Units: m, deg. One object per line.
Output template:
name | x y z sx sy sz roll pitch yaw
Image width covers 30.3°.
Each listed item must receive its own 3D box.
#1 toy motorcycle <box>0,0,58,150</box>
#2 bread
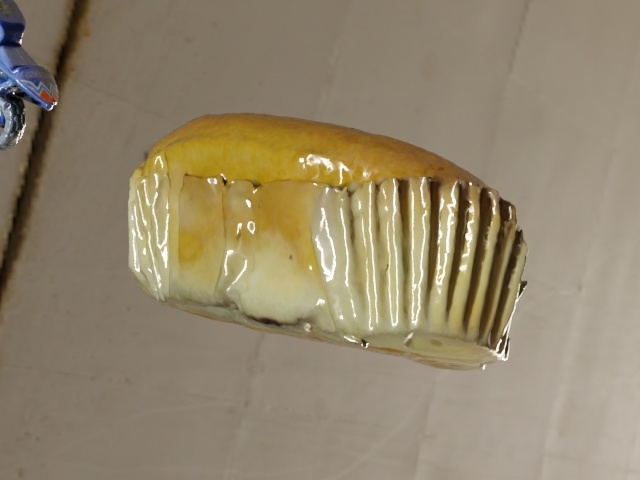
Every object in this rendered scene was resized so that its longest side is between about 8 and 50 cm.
toy motorcycle | -0.308 -0.185 1.081 0.076 0.114 0.205 -6 -115 -52
bread | -0.006 -0.003 1.035 0.236 0.388 0.183 25 -104 -55
